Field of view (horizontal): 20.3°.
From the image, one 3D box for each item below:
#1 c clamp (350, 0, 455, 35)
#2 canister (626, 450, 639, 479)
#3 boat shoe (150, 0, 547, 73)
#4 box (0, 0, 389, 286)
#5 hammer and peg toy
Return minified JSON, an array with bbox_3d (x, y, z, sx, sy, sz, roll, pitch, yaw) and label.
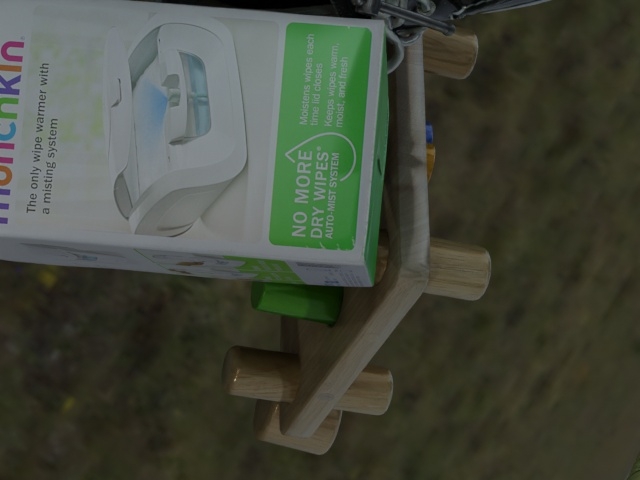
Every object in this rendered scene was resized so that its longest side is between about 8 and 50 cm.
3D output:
[{"bbox_3d":[0.024,-0.184,0.839,0.137,0.022,0.160,3,98,-45],"label":"c clamp"},{"bbox_3d":[0.186,0.164,0.871,0.073,0.126,0.170,-10,-149,38],"label":"canister"},{"bbox_3d":[0.037,-0.165,1.069,0.105,0.306,0.113,-65,149,-41],"label":"boat shoe"},{"bbox_3d":[-0.082,-0.043,0.960,0.262,0.231,0.126,46,49,-85],"label":"box"},{"bbox_3d":[0.000,0.000,1.317,0.361,0.127,0.266,124,-28,-55],"label":"hammer and peg toy"}]
